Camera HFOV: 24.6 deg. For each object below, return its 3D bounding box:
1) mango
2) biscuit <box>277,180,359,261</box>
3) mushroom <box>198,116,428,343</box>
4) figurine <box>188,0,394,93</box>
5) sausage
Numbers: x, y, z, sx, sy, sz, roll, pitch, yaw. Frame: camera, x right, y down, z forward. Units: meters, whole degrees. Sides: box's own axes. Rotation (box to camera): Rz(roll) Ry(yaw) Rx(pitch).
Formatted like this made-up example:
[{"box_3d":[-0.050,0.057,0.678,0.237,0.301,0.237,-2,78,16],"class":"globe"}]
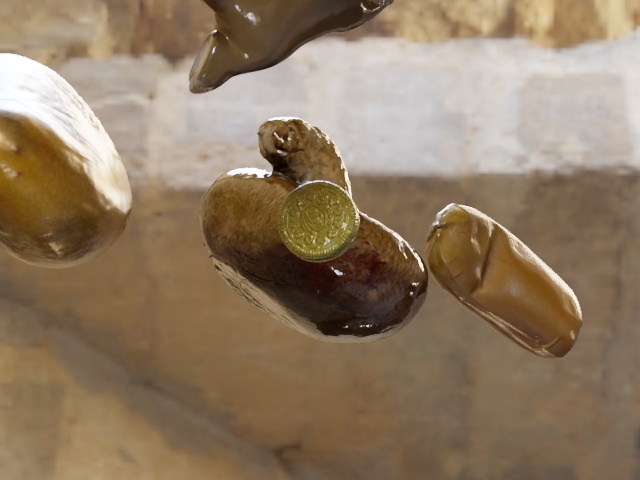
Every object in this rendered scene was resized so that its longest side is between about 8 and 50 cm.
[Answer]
[{"box_3d":[-0.225,-0.055,1.105,0.177,0.120,0.295,43,-174,-15],"class":"mango"},{"box_3d":[-0.002,-0.020,1.494,0.023,0.084,0.084,53,-143,-67],"class":"biscuit"},{"box_3d":[-0.014,0.021,1.994,0.345,0.239,0.345,53,-177,-4],"class":"mushroom"},{"box_3d":[-0.016,-0.260,1.250,0.173,0.247,0.177,102,150,-68],"class":"figurine"},{"box_3d":[0.251,0.054,2.114,0.354,0.116,0.134,38,-111,-39],"class":"sausage"}]
